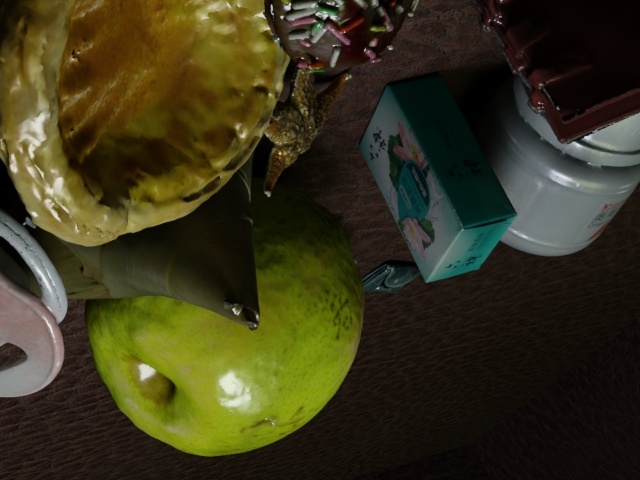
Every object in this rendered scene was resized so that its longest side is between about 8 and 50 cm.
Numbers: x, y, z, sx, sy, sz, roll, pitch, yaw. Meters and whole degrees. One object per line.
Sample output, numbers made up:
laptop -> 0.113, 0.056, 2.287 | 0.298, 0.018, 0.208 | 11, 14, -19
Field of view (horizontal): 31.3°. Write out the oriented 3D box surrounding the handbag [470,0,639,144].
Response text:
handbag -> 0.342, -0.271, 1.362 | 0.275, 0.260, 0.084 | -21, 159, -8

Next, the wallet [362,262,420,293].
wallet -> 0.136, 0.074, 2.174 | 0.088, 0.026, 0.129 | -38, 155, 27

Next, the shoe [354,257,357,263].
shoe -> 0.000, 0.000, 1.842 | 0.195, 0.079, 0.078 | 25, 90, -52

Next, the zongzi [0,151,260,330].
zongzi -> -0.253, 0.034, 1.280 | 0.447, 0.418, 0.181 | -34, 131, 20

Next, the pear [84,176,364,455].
pear -> -0.115, 0.089, 1.544 | 0.391, 0.391, 0.391 | -22, 157, -10

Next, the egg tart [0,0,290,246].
egg tart -> -0.168, -0.185, 1.018 | 0.388, 0.169, 0.388 | -43, 145, -41

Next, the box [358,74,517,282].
box -> 0.156, -0.086, 1.577 | 0.092, 0.245, 0.153 | -15, 154, -23

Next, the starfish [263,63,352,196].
starfish -> -0.024, -0.166, 1.370 | 0.138, 0.050, 0.247 | 94, 19, -47

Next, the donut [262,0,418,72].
donut -> 0.035, -0.282, 1.052 | 0.270, 0.103, 0.269 | 17, 90, -75

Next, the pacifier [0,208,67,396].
pacifier -> -0.431, 0.068, 1.240 | 0.273, 0.332, 0.220 | -44, -157, -15

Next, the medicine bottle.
medicine bottle -> 0.357, -0.153, 1.646 | 0.245, 0.245, 0.306 | -12, 146, -31
